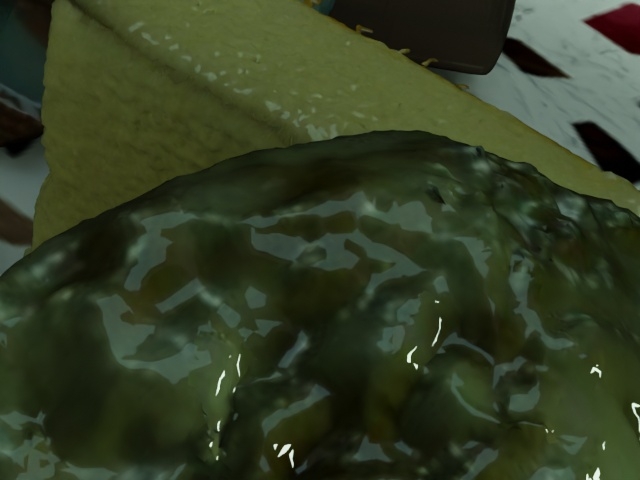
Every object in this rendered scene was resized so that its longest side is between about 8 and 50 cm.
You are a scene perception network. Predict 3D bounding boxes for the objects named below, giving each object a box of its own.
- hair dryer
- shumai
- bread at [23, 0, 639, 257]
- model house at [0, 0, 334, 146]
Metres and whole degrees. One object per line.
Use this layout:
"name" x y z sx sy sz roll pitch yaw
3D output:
"hair dryer" 0.019 -0.137 0.863 0.117 0.064 0.182 10 28 -8
"shumai" 0.036 0.106 0.420 0.256 0.189 0.218 -13 43 -29
"bread" 0.001 0.001 0.602 0.188 0.125 0.068 29 44 17
"model house" -0.072 -0.094 0.722 0.148 0.149 0.119 29 4 -6
